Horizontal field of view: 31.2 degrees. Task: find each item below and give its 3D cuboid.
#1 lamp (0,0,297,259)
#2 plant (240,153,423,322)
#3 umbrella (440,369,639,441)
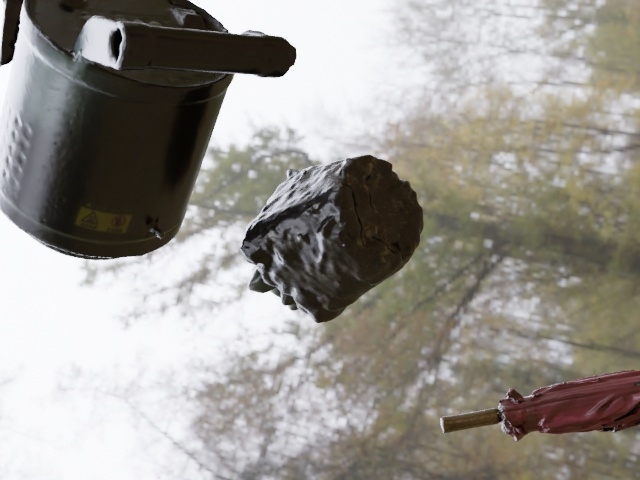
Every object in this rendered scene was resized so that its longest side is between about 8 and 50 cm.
[{"bbox_3d":[-0.202,-0.110,1.113,0.205,0.374,0.272,-3,-67,-32],"label":"lamp"},{"bbox_3d":[0.000,0.000,1.120,0.129,0.194,0.132,46,-130,-13],"label":"plant"},{"bbox_3d":[0.133,0.066,0.482,0.027,0.165,0.025,-57,-43,-88],"label":"umbrella"}]
